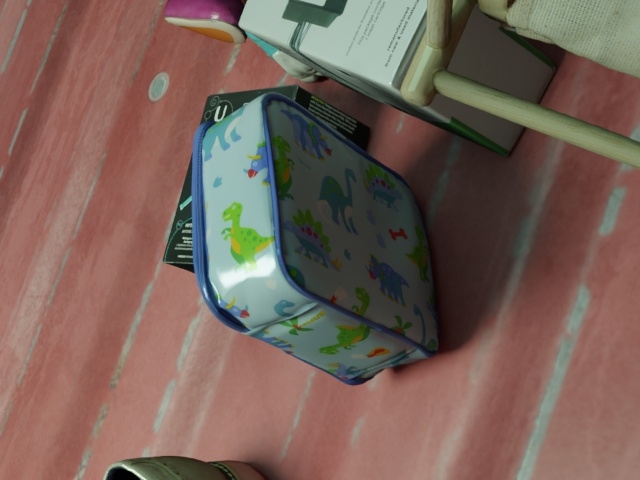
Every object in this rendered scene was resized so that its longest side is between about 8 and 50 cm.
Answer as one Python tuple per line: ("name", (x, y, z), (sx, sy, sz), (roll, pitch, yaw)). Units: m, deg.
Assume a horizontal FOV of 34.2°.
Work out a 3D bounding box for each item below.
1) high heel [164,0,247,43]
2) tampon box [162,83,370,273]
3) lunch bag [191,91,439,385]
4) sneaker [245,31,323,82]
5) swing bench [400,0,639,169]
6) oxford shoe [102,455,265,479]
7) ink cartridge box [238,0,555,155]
("high heel", (-0.105, -0.266, 1.050), (0.244, 0.082, 0.117), (-131, 60, -73))
("tampon box", (-0.045, -0.041, 0.914), (0.120, 0.101, 0.161), (2, 74, 44))
("lunch bag", (0.000, 0.000, 0.769), (0.090, 0.219, 0.176), (-23, 59, 29))
("sneaker", (-0.024, -0.287, 0.991), (0.107, 0.110, 0.275), (-21, 59, 37))
("swing bench", (0.201, -0.162, 0.490), (0.253, 0.165, 0.255), (24, 70, 14))
("oxford shoe", (-0.078, 0.335, 0.754), (0.140, 0.146, 0.397), (-45, 48, 20))
("ink cartridge box", (0.056, -0.158, 0.830), (0.208, 0.153, 0.087), (33, 98, 47))
